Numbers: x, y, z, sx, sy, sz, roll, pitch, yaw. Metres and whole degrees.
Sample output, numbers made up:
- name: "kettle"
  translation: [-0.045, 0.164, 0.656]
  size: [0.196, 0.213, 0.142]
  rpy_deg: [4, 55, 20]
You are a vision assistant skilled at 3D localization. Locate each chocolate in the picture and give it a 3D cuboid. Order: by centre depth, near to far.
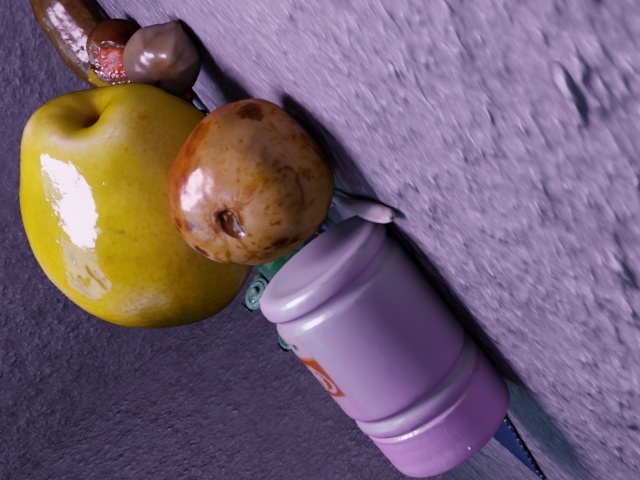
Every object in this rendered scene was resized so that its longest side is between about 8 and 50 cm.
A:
- name: "chocolate"
  translation: [-0.399, -0.381, 1.641]
  size: [0.133, 0.124, 0.127]
  rpy_deg: [-8, 85, 47]

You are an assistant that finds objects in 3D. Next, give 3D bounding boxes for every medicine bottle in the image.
- name: "medicine bottle"
  translation: [0.088, 0.142, 1.118]
  size: [0.316, 0.202, 0.202]
  rpy_deg: [52, 172, -14]

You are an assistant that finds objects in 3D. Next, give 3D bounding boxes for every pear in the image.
- name: "pear"
  translation: [-0.270, -0.047, 1.276]
  size: [0.362, 0.362, 0.418]
  rpy_deg: [41, 158, 46]

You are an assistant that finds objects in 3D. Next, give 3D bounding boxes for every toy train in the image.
- name: "toy train"
  translation: [-0.031, 0.104, 1.614]
  size: [0.120, 0.202, 0.301]
  rpy_deg: [24, -171, -37]

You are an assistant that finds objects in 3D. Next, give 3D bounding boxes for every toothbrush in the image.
- name: "toothbrush"
  translation: [0.043, -0.047, 1.121]
  size: [0.029, 0.025, 0.307]
  rpy_deg: [43, 175, -18]

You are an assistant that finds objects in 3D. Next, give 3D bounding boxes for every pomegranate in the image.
- name: "pomegranate"
  translation: [-0.089, -0.078, 1.064]
  size: [0.215, 0.215, 0.215]
  rpy_deg: [48, 172, 9]

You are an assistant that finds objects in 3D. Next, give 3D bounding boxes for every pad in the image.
- name: "pad"
  translation: [0.277, 0.293, 1.490]
  size: [0.270, 0.012, 0.269]
  rpy_deg: [55, 170, -34]

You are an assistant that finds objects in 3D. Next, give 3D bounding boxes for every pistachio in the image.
- name: "pistachio"
  translation: [-0.248, -0.285, 1.293]
  size: [0.124, 0.124, 0.185]
  rpy_deg: [53, 177, -26]

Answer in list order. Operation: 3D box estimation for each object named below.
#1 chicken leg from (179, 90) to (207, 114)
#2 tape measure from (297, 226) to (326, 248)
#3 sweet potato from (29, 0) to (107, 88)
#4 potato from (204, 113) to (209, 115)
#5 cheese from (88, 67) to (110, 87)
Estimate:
- name: "chicken leg"
  translation: [-0.319, -0.328, 1.700]
  size: [0.253, 0.051, 0.106]
  rpy_deg: [48, 178, 33]
- name: "tape measure"
  translation: [0.001, -0.001, 1.455]
  size: [0.330, 0.084, 0.164]
  rpy_deg: [38, 172, -2]
- name: "sweet potato"
  translation: [-0.562, -0.490, 1.895]
  size: [0.370, 0.158, 0.158]
  rpy_deg: [51, 172, -15]
- name: "potato"
  translation: [-0.181, -0.123, 1.565]
  size: [0.158, 0.178, 0.204]
  rpy_deg: [27, 137, 29]
- name: "cheese"
  translation: [-0.416, -0.368, 1.829]
  size: [0.171, 0.093, 0.126]
  rpy_deg: [37, -143, -44]
